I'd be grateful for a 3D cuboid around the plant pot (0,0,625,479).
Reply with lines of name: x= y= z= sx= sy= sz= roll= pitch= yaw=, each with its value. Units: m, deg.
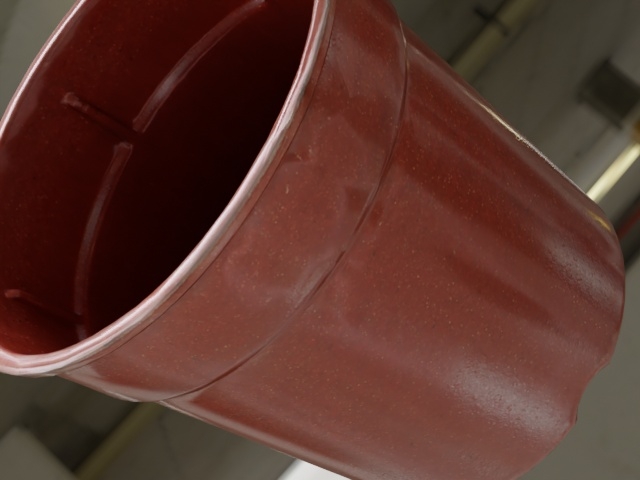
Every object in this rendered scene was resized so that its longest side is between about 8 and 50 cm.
plant pot: x=0.000 y=0.000 z=0.885 sx=0.265 sy=0.272 sz=0.272 roll=33 pitch=-79 yaw=-33
